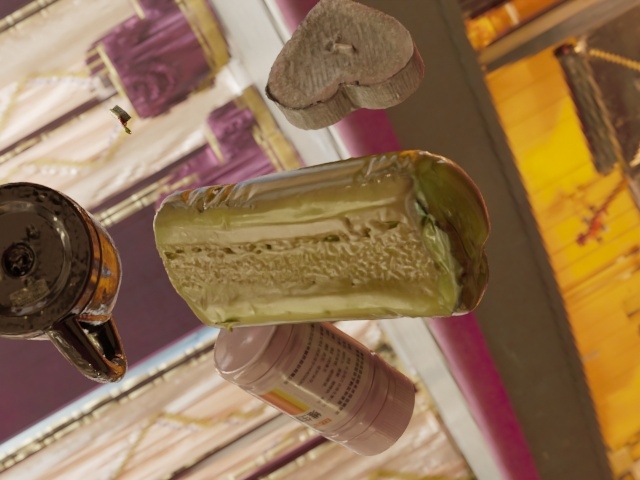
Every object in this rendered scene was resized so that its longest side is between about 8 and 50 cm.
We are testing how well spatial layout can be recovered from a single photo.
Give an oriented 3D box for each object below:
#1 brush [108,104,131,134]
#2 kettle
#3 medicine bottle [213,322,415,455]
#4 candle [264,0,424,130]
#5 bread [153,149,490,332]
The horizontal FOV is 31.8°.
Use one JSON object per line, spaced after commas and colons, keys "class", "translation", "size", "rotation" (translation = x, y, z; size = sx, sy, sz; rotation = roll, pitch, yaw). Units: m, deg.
{"class": "brush", "translation": [-0.282, -0.174, 1.614], "size": [0.019, 0.021, 0.083], "rotation": [52, 176, -35]}
{"class": "kettle", "translation": [-0.395, 0.082, 1.741], "size": [0.321, 0.228, 0.324], "rotation": [56, 179, 9]}
{"class": "medicine bottle", "translation": [-0.005, 0.171, 1.442], "size": [0.249, 0.133, 0.133], "rotation": [34, -167, -32]}
{"class": "candle", "translation": [0.026, -0.227, 1.394], "size": [0.068, 0.192, 0.168], "rotation": [58, -159, -56]}
{"class": "bread", "translation": [0.000, 0.000, 1.122], "size": [0.112, 0.383, 0.166], "rotation": [-43, -63, -46]}
